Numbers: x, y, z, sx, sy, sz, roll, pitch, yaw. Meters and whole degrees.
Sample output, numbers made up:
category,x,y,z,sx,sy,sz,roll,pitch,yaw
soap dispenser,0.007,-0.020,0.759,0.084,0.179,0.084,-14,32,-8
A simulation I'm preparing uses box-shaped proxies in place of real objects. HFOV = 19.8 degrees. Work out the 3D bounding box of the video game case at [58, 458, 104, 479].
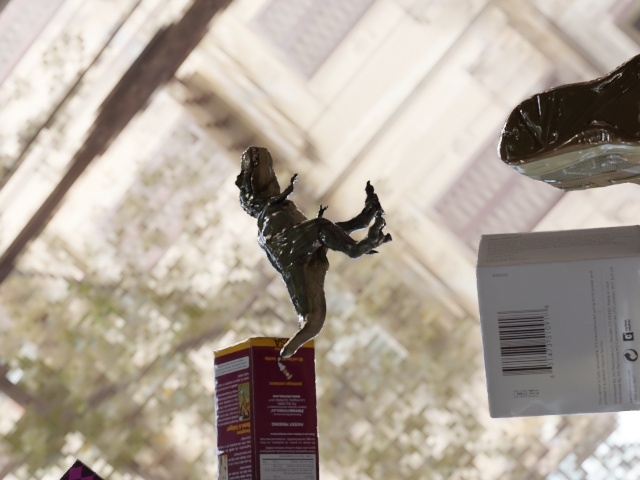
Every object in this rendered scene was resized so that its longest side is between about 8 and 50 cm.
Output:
category,x,y,z,sx,sy,sz,roll,pitch,yaw
video game case,-0.295,0.332,1.760,0.042,0.232,0.210,38,159,9

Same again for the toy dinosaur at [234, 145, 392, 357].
category,x,y,z,sx,sy,sz,roll,pitch,yaw
toy dinosaur,0.000,0.000,1.559,0.268,0.118,0.064,-109,-6,-53

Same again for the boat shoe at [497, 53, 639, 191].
category,x,y,z,sx,sy,sz,roll,pitch,yaw
boat shoe,0.305,-0.104,1.724,0.098,0.302,0.109,32,-118,-32

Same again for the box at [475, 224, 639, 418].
category,x,y,z,sx,sy,sz,roll,pitch,yaw
box,0.266,0.087,1.982,0.119,0.182,0.181,-68,-28,-70

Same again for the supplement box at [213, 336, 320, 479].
category,x,y,z,sx,sy,sz,roll,pitch,yaw
supplement box,-0.059,0.204,1.985,0.081,0.104,0.188,3,-102,-26
